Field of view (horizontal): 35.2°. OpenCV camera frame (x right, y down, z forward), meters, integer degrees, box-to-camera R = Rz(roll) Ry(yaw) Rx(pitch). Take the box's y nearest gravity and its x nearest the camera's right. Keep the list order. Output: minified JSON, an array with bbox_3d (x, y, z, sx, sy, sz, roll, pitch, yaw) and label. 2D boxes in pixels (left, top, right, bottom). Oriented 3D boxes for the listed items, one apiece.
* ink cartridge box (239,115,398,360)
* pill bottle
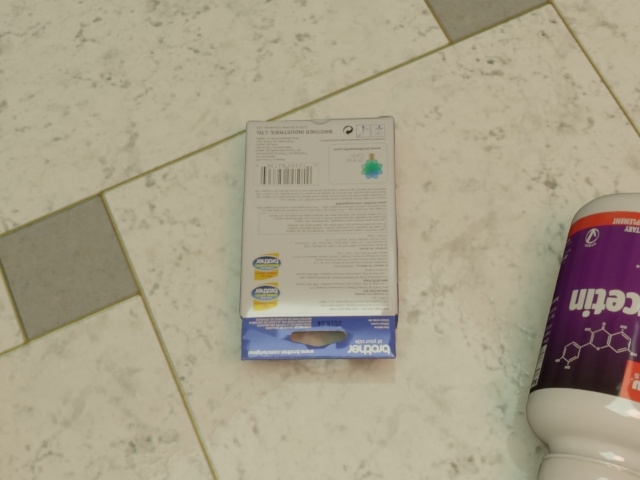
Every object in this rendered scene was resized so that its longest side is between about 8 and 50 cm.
[{"bbox_3d":[0.000,0.000,1.211,0.185,0.065,0.311,-1,65,3],"label":"ink cartridge box"},{"bbox_3d":[0.327,0.123,1.073,0.181,0.181,0.323,15,69,10],"label":"pill bottle"}]
